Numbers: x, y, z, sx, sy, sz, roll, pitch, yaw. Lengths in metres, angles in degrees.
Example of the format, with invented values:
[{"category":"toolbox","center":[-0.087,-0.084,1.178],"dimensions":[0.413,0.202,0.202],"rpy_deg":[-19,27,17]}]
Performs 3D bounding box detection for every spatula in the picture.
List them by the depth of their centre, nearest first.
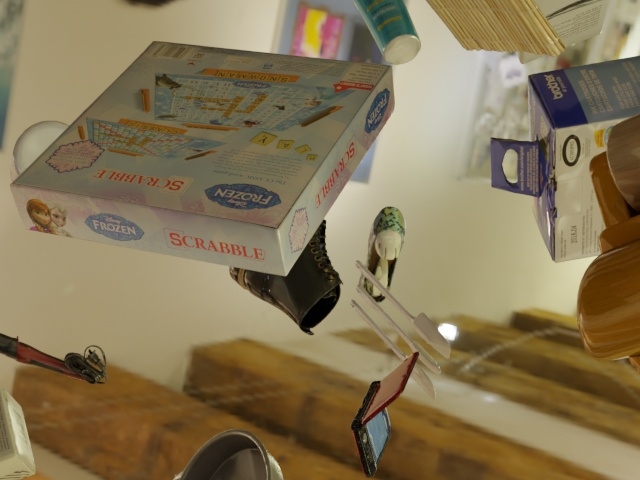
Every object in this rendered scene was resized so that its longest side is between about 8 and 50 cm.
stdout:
[{"category":"spatula","center":[0.133,0.145,2.063],"dimensions":[0.019,0.168,0.242],"rpy_deg":[-29,-122,-23]}]

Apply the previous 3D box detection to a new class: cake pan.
[{"category":"cake pan","center":[-0.165,0.477,2.099],"dimensions":[0.054,0.293,0.293],"rpy_deg":[28,178,-35]}]

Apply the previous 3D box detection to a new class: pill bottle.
[{"category":"pill bottle","center":[-0.490,-0.129,2.158],"dimensions":[0.131,0.130,0.246],"rpy_deg":[9,171,-15]}]

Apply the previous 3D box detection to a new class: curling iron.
[{"category":"curling iron","center":[-0.444,0.153,1.787],"dimensions":[0.274,0.068,0.035],"rpy_deg":[19,-148,-6]}]

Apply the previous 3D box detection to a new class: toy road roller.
[{"category":"toy road roller","center":[0.370,0.006,1.226],"dimensions":[0.241,0.329,0.202],"rpy_deg":[-1,163,-42]}]

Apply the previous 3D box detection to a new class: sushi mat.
[{"category":"sushi mat","center":[0.162,-0.314,1.418],"dimensions":[0.151,0.019,0.316],"rpy_deg":[11,160,40]}]

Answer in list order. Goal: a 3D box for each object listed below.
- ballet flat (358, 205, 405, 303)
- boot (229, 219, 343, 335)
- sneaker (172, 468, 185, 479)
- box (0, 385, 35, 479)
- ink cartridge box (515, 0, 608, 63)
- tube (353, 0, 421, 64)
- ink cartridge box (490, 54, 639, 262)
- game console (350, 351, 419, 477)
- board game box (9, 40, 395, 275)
[{"category":"ballet flat","center":[0.114,0.032,2.125],"dimensions":[0.070,0.188,0.070],"rpy_deg":[7,-149,-4]},{"category":"boot","center":[0.000,0.000,1.376],"dimensions":[0.137,0.198,0.077],"rpy_deg":[38,-170,37]},{"category":"sneaker","center":[-0.207,0.505,2.272],"dimensions":[0.272,0.108,0.100],"rpy_deg":[0,135,46]},{"category":"box","center":[-0.537,0.301,1.625],"dimensions":[0.275,0.113,0.094],"rpy_deg":[-18,154,-3]},{"category":"ink cartridge box","center":[0.271,-0.395,1.530],"dimensions":[0.129,0.223,0.307],"rpy_deg":[-23,164,2]},{"category":"tube","center":[0.081,-0.326,1.639],"dimensions":[0.080,0.052,0.207],"rpy_deg":[-24,-128,5]},{"category":"ink cartridge box","center":[0.457,-0.126,1.785],"dimensions":[0.396,0.270,0.151],"rpy_deg":[-11,-138,-1]},{"category":"game console","center":[0.100,0.239,1.656],"dimensions":[0.085,0.124,0.144],"rpy_deg":[-10,-165,19]},{"category":"board game box","center":[-0.119,-0.105,1.327],"dimensions":[0.319,0.065,0.318],"rpy_deg":[10,-139,23]}]
